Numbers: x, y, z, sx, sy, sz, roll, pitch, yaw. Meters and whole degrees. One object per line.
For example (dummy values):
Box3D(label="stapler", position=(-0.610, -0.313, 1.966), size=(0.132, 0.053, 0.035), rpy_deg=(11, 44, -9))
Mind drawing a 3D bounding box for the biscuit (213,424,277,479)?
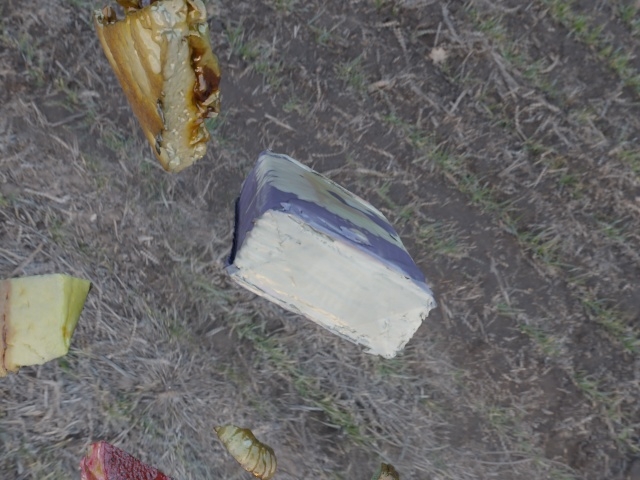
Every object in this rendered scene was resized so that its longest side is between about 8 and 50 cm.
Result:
Box3D(label="biscuit", position=(-0.145, 0.455, 1.402), size=(0.061, 0.118, 0.183), rpy_deg=(-44, 127, -6))

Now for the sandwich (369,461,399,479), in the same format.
Box3D(label="sandwich", position=(0.094, 0.408, 1.057), size=(0.036, 0.105, 0.093), rpy_deg=(30, 91, 8))

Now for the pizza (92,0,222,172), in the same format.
Box3D(label="pizza", position=(-0.120, -0.148, 0.520), size=(0.069, 0.194, 0.154), rpy_deg=(-24, 91, -25))

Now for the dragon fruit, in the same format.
Box3D(label="dragon fruit", position=(-0.507, 0.618, 1.620), size=(0.274, 0.161, 0.126), rpy_deg=(46, 36, -35))

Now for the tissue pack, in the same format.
Box3D(label="tissue pack", position=(0.000, 0.000, 0.902), size=(0.243, 0.343, 0.125), rpy_deg=(28, 104, -14))

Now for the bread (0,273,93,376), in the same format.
Box3D(label="bread", position=(-0.551, 0.164, 1.204), size=(0.240, 0.135, 0.177), rpy_deg=(-10, 76, 10))
